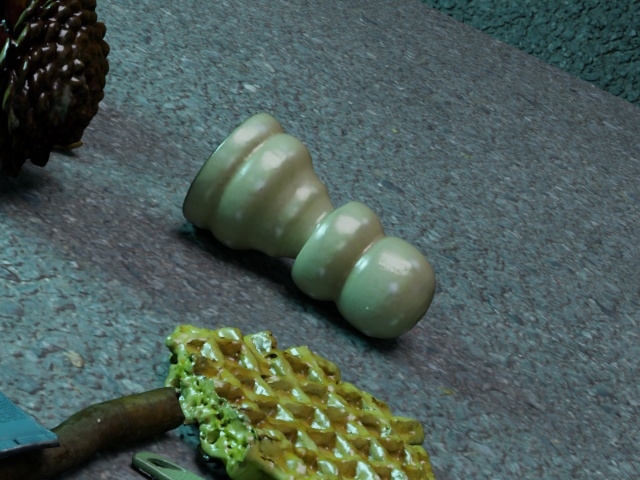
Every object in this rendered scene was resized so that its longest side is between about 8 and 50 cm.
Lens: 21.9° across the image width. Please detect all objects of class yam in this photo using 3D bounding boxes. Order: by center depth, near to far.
[{"bbox_3d":[-0.221,0.171,1.384,0.045,0.045,0.327,4,8,30],"label":"yam"}]

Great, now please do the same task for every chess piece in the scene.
[{"bbox_3d":[0.000,0.000,1.934,0.299,0.167,0.167,39,22,9],"label":"chess piece"}]

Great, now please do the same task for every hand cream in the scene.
[{"bbox_3d":[-0.308,0.117,1.364,0.083,0.048,0.224,-6,31,-45],"label":"hand cream"}]

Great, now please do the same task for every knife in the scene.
[{"bbox_3d":[-0.035,0.257,1.442,0.293,0.020,0.043,29,17,5],"label":"knife"}]

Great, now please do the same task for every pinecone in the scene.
[{"bbox_3d":[-0.378,-0.203,1.810,0.292,0.246,0.246,20,19,10],"label":"pinecone"}]

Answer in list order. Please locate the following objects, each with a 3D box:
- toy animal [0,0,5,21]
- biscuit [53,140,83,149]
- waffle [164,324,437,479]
[{"bbox_3d":[-0.510,-0.339,1.981,0.310,0.251,0.251,26,20,-25],"label":"toy animal"},{"bbox_3d":[-0.344,-0.145,2.005,0.119,0.019,0.130,22,22,-13],"label":"biscuit"},{"bbox_3d":[-0.019,0.182,1.579,0.307,0.060,0.312,27,17,-5],"label":"waffle"}]
